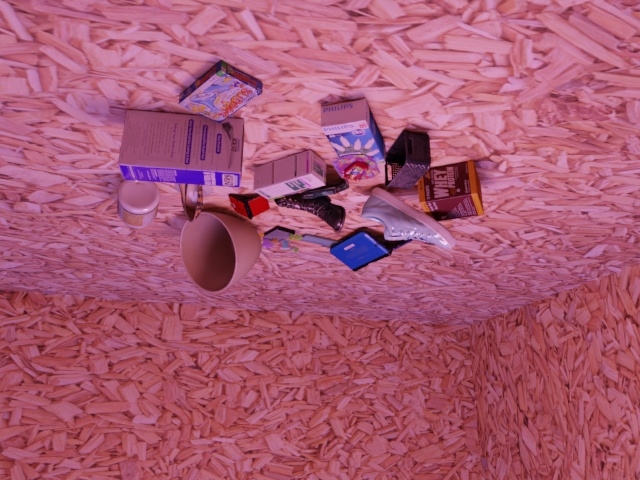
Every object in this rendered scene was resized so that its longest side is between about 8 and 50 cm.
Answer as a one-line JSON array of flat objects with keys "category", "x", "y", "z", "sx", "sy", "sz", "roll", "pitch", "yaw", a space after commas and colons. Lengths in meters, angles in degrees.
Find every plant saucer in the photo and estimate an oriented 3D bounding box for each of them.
[{"category": "plant saucer", "x": 0.000, "y": 0.000, "z": 2.533, "sx": 0.192, "sy": 0.018, "sz": 0.067, "roll": 13, "pitch": 156, "yaw": -28}]

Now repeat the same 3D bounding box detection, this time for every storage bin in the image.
[{"category": "storage bin", "x": 0.272, "y": -0.250, "z": 1.731, "sx": 0.085, "sy": 0.121, "sz": 0.180, "roll": 6, "pitch": 158, "yaw": -14}]

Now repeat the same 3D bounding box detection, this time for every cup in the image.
[{"category": "cup", "x": -0.384, "y": 0.029, "z": 2.275, "sx": 0.331, "sy": 0.330, "sz": 0.237, "roll": -17, "pitch": 180, "yaw": 38}]

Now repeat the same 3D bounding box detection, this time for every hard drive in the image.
[{"category": "hard drive", "x": -0.189, "y": -0.027, "z": 2.455, "sx": 0.094, "sy": 0.022, "sz": 0.135, "roll": 15, "pitch": 154, "yaw": -34}]

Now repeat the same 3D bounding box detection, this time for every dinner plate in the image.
[{"category": "dinner plate", "x": -0.472, "y": -0.188, "z": 2.046, "sx": 0.141, "sy": 0.017, "sz": 0.141, "roll": 1, "pitch": 160, "yaw": 1}]

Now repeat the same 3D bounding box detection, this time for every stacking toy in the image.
[{"category": "stacking toy", "x": -0.197, "y": 0.020, "z": 2.471, "sx": 0.222, "sy": 0.052, "sz": 0.167, "roll": 2, "pitch": 159, "yaw": -6}]

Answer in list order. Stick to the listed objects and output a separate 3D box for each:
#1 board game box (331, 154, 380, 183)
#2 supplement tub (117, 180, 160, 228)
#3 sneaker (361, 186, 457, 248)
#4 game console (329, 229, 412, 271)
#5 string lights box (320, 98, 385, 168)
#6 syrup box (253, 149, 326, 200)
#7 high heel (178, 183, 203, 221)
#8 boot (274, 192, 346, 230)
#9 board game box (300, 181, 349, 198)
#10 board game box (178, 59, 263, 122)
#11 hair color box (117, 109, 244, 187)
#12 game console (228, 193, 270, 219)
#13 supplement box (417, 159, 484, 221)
[{"category": "board game box", "x": 0.115, "y": -0.216, "z": 1.733, "sx": 0.133, "sy": 0.033, "sz": 0.168, "roll": -4, "pitch": 160, "yaw": 18}, {"category": "supplement tub", "x": -0.667, "y": -0.134, "z": 2.009, "sx": 0.145, "sy": 0.144, "sz": 0.199, "roll": 7, "pitch": 158, "yaw": -18}, {"category": "sneaker", "x": 0.310, "y": -0.043, "z": 1.994, "sx": 0.366, "sy": 0.150, "sz": 0.135, "roll": 33, "pitch": 177, "yaw": 22}, {"category": "game console", "x": 0.233, "y": 0.021, "z": 2.549, "sx": 0.250, "sy": 0.173, "sz": 0.293, "roll": 38, "pitch": 145, "yaw": -15}, {"category": "string lights box", "x": 0.103, "y": -0.311, "z": 1.636, "sx": 0.134, "sy": 0.076, "sz": 0.259, "roll": -5, "pitch": 159, "yaw": 18}, {"category": "syrup box", "x": -0.104, "y": -0.218, "z": 1.855, "sx": 0.237, "sy": 0.096, "sz": 0.093, "roll": -11, "pitch": 157, "yaw": 30}, {"category": "high heel", "x": -0.438, "y": -0.183, "z": 1.819, "sx": 0.093, "sy": 0.186, "sz": 0.261, "roll": -1, "pitch": 159, "yaw": 2}, {"category": "boot", "x": -0.051, "y": -0.119, "z": 1.975, "sx": 0.229, "sy": 0.091, "sz": 0.263, "roll": 8, "pitch": -159, "yaw": -30}, {"category": "board game box", "x": 0.019, "y": -0.176, "z": 1.933, "sx": 0.126, "sy": 0.026, "sz": 0.186, "roll": -7, "pitch": -171, "yaw": 19}, {"category": "board game box", "x": -0.270, "y": -0.395, "z": 1.478, "sx": 0.136, "sy": 0.035, "sz": 0.201, "roll": 19, "pitch": 152, "yaw": -39}, {"category": "hair color box", "x": -0.397, "y": -0.266, "z": 1.607, "sx": 0.339, "sy": 0.185, "sz": 0.110, "roll": 3, "pitch": 159, "yaw": -6}, {"category": "game console", "x": -0.278, "y": -0.150, "z": 2.149, "sx": 0.124, "sy": 0.085, "sz": 0.144, "roll": 29, "pitch": 162, "yaw": 12}, {"category": "supplement box", "x": 0.459, "y": -0.168, "z": 1.935, "sx": 0.194, "sy": 0.128, "sz": 0.191, "roll": -9, "pitch": 157, "yaw": 21}]
